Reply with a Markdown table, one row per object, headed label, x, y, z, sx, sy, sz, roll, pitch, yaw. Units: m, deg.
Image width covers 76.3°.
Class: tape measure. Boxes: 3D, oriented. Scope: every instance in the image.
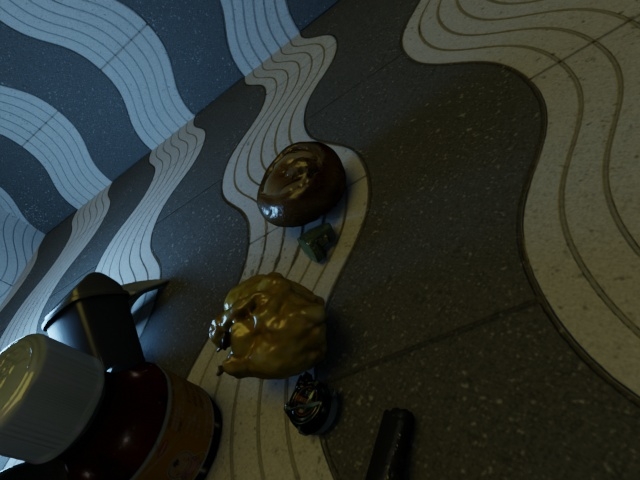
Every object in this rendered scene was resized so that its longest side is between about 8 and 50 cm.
| label | x | y | z | sx | sy | sz | roll | pitch | yaw |
| --- | --- | --- | --- | --- | --- | --- | --- | --- | --- |
| tape measure | -0.016 | 0.275 | 0.680 | 0.094 | 0.054 | 0.091 | 8 | 62 | 56 |

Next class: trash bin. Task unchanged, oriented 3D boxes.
| label | x | y | z | sx | sy | sz | roll | pitch | yaw |
| --- | --- | --- | --- | --- | --- | --- | --- | --- | --- |
| trash bin | -0.612 | 0.252 | 1.103 | 0.209 | 0.182 | 0.290 | -36 | 71 | 21 |

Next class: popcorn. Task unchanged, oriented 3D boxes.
| label | x | y | z | sx | sy | sz | roll | pitch | yaw |
| --- | --- | --- | --- | --- | --- | --- | --- | --- | --- |
| popcorn | -0.092 | 0.153 | 0.757 | 0.254 | 0.191 | 0.190 | -13 | 84 | 18 |

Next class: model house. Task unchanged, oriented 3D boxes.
| label | x | y | z | sx | sy | sz | roll | pitch | yaw |
| --- | --- | --- | --- | --- | --- | --- | --- | --- | --- |
| model house | 0.000 | 0.000 | 0.941 | 0.083 | 0.066 | 0.079 | -35 | 22 | -16 |

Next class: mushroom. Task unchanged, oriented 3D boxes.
| label | x | y | z | sx | sy | sz | roll | pitch | yaw |
| --- | --- | --- | --- | --- | --- | --- | --- | --- | --- |
| mushroom | -0.052 | -0.138 | 1.035 | 0.253 | 0.153 | 0.253 | -24 | 41 | 23 |

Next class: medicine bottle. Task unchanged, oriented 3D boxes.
| label | x | y | z | sx | sy | sz | roll | pitch | yaw |
| --- | --- | --- | --- | --- | --- | --- | --- | --- | --- |
| medicine bottle | -0.383 | 0.320 | 0.720 | 0.243 | 0.395 | 0.242 | -22 | 45 | 25 |

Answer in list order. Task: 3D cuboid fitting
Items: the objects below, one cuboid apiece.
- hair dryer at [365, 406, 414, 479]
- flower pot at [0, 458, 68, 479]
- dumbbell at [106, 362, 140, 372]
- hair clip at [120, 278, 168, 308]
| label | x | y | z | sx | sy | sz | roll | pitch | yaw |
| --- | --- | --- | --- | --- | --- | --- | --- | --- | --- |
| hair dryer | 0.079 | 0.332 | 0.512 | 0.197 | 0.089 | 0.251 | -14 | 40 | 36 |
| flower pot | -0.517 | 0.557 | 0.766 | 0.269 | 0.269 | 0.166 | 18 | 88 | 51 |
| dumbbell | -0.539 | 0.423 | 0.975 | 0.325 | 0.160 | 0.144 | -33 | 7 | 14 |
| hair clip | -0.647 | 0.199 | 1.300 | 0.282 | 0.113 | 0.172 | -45 | -3 | 15 |
